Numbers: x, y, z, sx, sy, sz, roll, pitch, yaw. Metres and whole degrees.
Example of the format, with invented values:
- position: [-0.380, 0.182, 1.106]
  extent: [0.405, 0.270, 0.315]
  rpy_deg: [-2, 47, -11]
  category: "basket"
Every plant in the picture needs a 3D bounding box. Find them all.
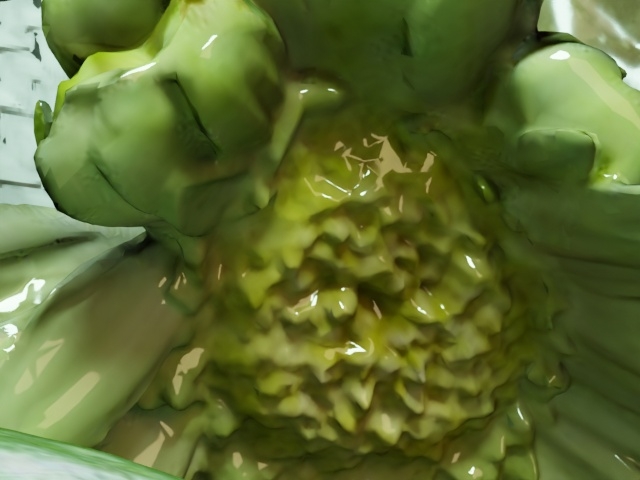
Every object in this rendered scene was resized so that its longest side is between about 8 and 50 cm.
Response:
- position: [0.035, 0.017, 0.523]
  extent: [0.261, 0.306, 0.297]
  rpy_deg: [18, 18, 14]
  category: "plant"

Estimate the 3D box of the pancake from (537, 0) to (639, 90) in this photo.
- position: [0.182, -0.098, 0.597]
  extent: [0.294, 0.049, 0.294]
  rpy_deg: [-2, 76, 9]
  category: "pancake"

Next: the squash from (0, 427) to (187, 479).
- position: [-0.091, 0.155, 0.361]
  extent: [0.309, 0.310, 0.310]
  rpy_deg: [-6, 63, -50]
  category: "squash"
